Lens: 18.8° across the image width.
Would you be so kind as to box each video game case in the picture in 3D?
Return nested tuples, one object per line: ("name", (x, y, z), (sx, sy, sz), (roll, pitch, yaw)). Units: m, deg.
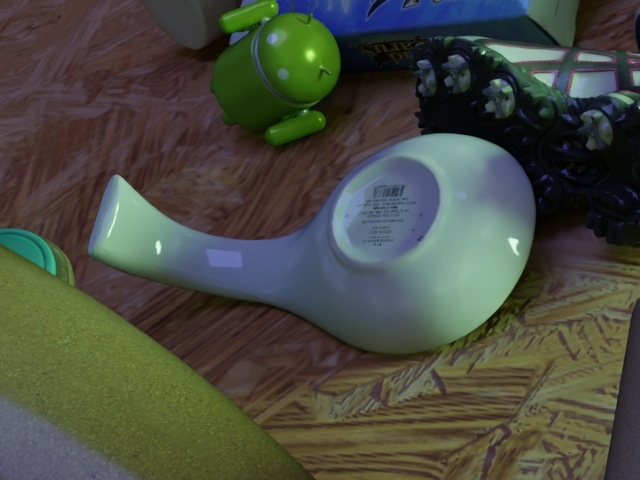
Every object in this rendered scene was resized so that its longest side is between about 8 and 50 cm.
("video game case", (0.079, -0.243, 1.392), (0.269, 0.061, 0.244), (-1, 66, 40))

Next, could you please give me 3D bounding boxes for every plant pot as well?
("plant pot", (-0.115, 0.133, 0.871), (0.254, 0.237, 0.237), (16, 48, 35))

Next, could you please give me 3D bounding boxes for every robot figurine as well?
("robot figurine", (-0.031, -0.118, 1.358), (0.067, 0.101, 0.115), (-17, -5, -38))

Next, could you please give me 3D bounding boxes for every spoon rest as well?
("spoon rest", (0.000, 0.000, 1.128), (0.276, 0.084, 0.137), (2, 64, 31))

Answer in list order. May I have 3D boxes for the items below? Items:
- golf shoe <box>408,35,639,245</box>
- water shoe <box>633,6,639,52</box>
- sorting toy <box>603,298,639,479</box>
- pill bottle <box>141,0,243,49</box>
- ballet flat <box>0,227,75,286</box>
("golf shoe", (0.158, -0.065, 1.116), (0.120, 0.105, 0.273), (-20, 26, -30))
("water shoe", (0.280, -0.115, 1.116), (0.203, 0.073, 0.080), (12, 34, 39))
("sorting toy", (0.187, 0.079, 0.675), (0.229, 0.041, 0.307), (3, 79, 45))
("pill bottle", (-0.041, -0.255, 1.567), (0.221, 0.121, 0.121), (-37, 29, -21))
("ballet flat", (-0.237, 0.146, 1.026), (0.116, 0.124, 0.342), (15, 54, 26))
